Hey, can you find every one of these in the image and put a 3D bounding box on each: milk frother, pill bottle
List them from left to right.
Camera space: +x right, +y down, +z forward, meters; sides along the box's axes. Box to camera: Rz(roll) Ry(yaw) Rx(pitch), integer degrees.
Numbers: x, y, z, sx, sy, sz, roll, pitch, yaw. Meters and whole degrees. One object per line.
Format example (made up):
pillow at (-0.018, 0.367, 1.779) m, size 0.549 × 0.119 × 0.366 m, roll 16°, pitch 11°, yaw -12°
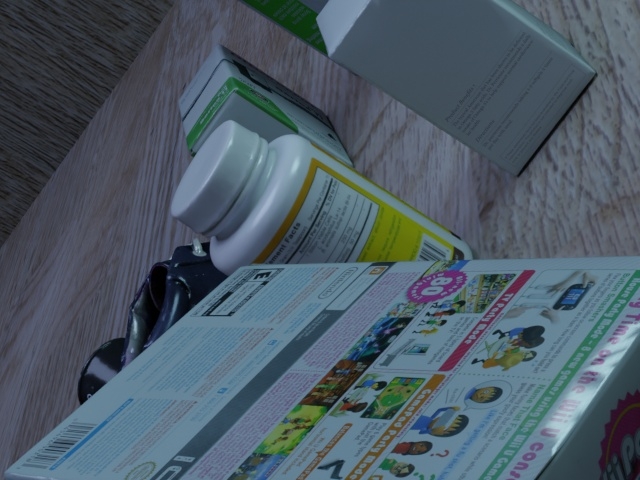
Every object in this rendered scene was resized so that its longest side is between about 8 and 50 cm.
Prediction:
milk frother at (-0.132, 0.155, 1.448) m, size 0.134 × 0.129 × 0.143 m, roll 25°, pitch 50°, yaw 39°
pill bottle at (0.000, 0.000, 1.130) m, size 0.117 × 0.215 × 0.117 m, roll -50°, pitch 19°, yaw 24°

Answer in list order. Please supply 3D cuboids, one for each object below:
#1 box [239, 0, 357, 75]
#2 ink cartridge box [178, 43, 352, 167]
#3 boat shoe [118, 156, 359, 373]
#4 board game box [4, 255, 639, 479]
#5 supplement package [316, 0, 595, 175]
box at (0.029, -0.320, 1.553) m, size 0.262 × 0.231 × 0.127 m, roll -31°, pitch 32°, yaw 55°
ink cartridge box at (-0.063, -0.115, 1.594) m, size 0.087 × 0.153 × 0.208 m, roll -54°, pitch 19°, yaw 11°
boat shoe at (-0.067, 0.024, 1.368) m, size 0.127 × 0.158 × 0.341 m, roll -42°, pitch 24°, yaw 42°
board game box at (0.025, 0.102, 0.776) m, size 0.303 × 0.098 × 0.224 m, roll -2°, pitch 30°, yaw 41°
supplement package at (0.101, -0.150, 1.162) m, size 0.105 × 0.179 × 0.105 m, roll -53°, pitch 19°, yaw 16°
